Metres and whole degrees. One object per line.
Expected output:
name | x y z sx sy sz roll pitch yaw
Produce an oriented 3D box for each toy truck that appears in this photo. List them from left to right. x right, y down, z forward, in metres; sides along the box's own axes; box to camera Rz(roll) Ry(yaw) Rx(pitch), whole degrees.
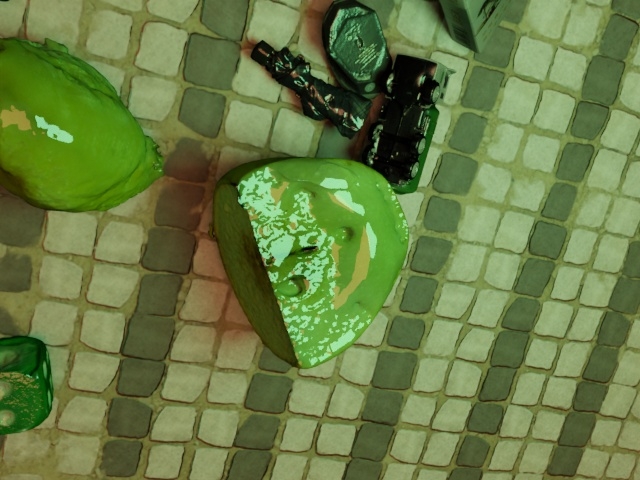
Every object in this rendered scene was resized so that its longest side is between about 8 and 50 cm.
toy truck | 0.155 -0.199 1.234 0.125 0.101 0.242 -9 117 -60

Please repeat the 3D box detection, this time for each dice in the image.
dice | -0.515 0.240 1.156 0.131 0.128 0.120 -9 110 -16

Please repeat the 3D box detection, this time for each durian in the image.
durian | -0.394 -0.162 1.013 0.204 0.340 0.256 -31 89 15

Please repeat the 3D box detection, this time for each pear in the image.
pear | 0.000 0.000 1.196 0.318 0.238 0.342 -23 106 -22

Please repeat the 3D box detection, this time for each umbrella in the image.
umbrella | -0.022 -0.258 1.190 0.224 0.071 0.080 32 80 -16

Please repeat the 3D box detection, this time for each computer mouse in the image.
computer mouse | 0.058 -0.327 1.194 0.106 0.062 0.192 -40 130 -5

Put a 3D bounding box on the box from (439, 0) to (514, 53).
box | 0.266 -0.420 1.146 0.067 0.233 0.149 32 94 19
